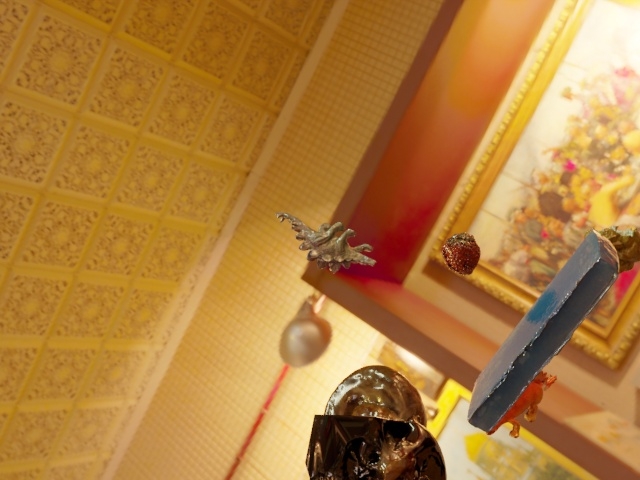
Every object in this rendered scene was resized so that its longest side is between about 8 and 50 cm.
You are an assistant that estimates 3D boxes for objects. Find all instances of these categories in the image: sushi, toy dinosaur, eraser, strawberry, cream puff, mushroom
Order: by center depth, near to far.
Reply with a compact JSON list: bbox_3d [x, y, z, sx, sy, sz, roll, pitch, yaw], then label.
[{"bbox_3d":[0.320,0.132,1.132,0.312,0.042,0.144,-58,-5,22],"label":"eraser"},{"bbox_3d":[0.100,0.404,1.242,0.215,0.212,0.227,48,-137,-67],"label":"sushi"},{"bbox_3d":[-0.001,-0.002,1.278,0.082,0.208,0.039,-47,-29,-24],"label":"toy dinosaur"},{"bbox_3d":[0.292,0.030,1.614,0.083,0.083,0.096,-43,-55,-22],"label":"strawberry"},{"bbox_3d":[0.426,0.315,1.629,0.288,0.070,0.117,-26,-59,-38],"label":"toy dinosaur"},{"bbox_3d":[0.132,0.418,1.719,0.195,0.283,0.263,33,-97,-18],"label":"mushroom"},{"bbox_3d":[0.739,0.024,1.995,0.156,0.156,0.121,-8,-81,-51],"label":"cream puff"}]
